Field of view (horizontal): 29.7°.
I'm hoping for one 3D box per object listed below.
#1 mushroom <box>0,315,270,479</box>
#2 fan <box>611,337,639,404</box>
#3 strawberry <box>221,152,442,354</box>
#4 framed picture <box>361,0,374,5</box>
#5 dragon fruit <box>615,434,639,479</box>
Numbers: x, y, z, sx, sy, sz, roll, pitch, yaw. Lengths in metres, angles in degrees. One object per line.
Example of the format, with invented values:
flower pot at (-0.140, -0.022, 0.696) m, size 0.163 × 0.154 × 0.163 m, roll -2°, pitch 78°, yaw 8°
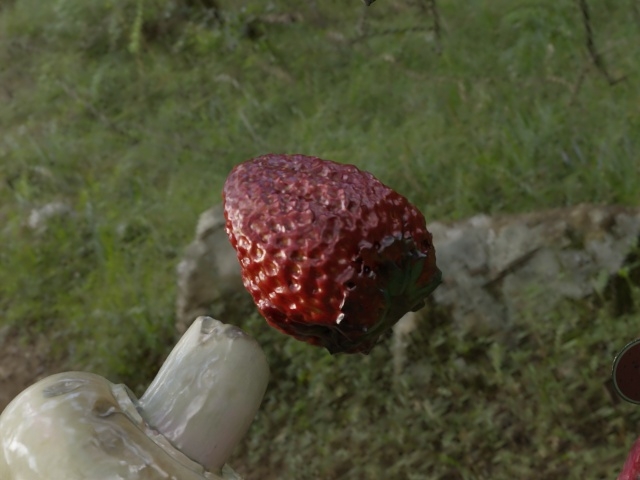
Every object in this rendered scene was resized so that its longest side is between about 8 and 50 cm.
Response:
mushroom at (-0.214, 0.290, 1.464) m, size 0.353 × 0.325 × 0.353 m, roll 2°, pitch 45°, yaw -2°
fan at (0.365, 0.122, 1.338) m, size 0.085 × 0.133 × 0.005 m, roll -2°, pitch 20°, yaw -8°
strawberry at (0.000, 0.000, 1.543) m, size 0.238 × 0.288 × 0.250 m, roll -38°, pitch -20°, yaw -21°
framed picture at (-0.053, -0.326, 0.942) m, size 0.019 × 0.281 × 0.209 m, roll -33°, pitch 36°, yaw 0°
dragon fruit at (0.300, 0.154, 0.862) m, size 0.282 × 0.343 × 0.100 m, roll -16°, pitch 52°, yaw -33°
